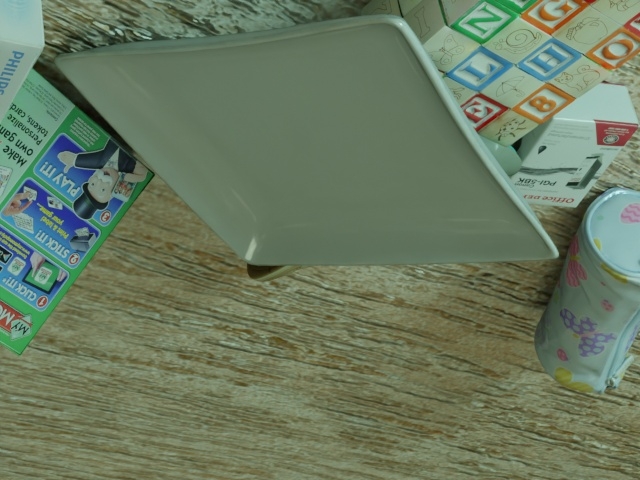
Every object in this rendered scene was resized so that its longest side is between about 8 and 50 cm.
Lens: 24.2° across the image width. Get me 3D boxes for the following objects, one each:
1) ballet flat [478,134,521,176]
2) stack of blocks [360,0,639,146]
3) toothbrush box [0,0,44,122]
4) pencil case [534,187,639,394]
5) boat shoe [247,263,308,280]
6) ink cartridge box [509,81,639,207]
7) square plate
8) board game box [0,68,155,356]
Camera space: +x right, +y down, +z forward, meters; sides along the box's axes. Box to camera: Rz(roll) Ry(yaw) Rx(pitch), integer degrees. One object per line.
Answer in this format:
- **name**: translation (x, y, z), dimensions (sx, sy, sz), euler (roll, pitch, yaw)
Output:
- **ballet flat**: translation (0.091, -0.082, 1.394), dimensions (0.213, 0.068, 0.072), euler (22, 145, -20)
- **stack of blocks**: translation (0.199, -0.214, 1.246), dimensions (0.171, 0.087, 0.297), euler (22, 135, -39)
- **toothbrush box**: translation (-0.344, -0.200, 1.011), dimensions (0.283, 0.206, 0.122), euler (12, 140, -29)
- **pencil case**: translation (0.318, 0.062, 1.663), dimensions (0.113, 0.124, 0.273), euler (-4, 146, -9)
- **boat shoe**: translation (0.000, 0.000, 1.536), dimensions (0.170, 0.063, 0.059), euler (-31, 136, 27)
- **ink cartridge box**: translation (0.233, -0.094, 1.464), dimensions (0.099, 0.056, 0.135), euler (3, 144, -21)
- **square plate**: translation (-0.004, -0.083, 1.314), dimensions (0.344, 0.049, 0.347), euler (-1, 148, 32)
- **board game box**: translation (-0.301, -0.054, 1.277), dimensions (0.213, 0.046, 0.317), euler (-53, 141, -6)
